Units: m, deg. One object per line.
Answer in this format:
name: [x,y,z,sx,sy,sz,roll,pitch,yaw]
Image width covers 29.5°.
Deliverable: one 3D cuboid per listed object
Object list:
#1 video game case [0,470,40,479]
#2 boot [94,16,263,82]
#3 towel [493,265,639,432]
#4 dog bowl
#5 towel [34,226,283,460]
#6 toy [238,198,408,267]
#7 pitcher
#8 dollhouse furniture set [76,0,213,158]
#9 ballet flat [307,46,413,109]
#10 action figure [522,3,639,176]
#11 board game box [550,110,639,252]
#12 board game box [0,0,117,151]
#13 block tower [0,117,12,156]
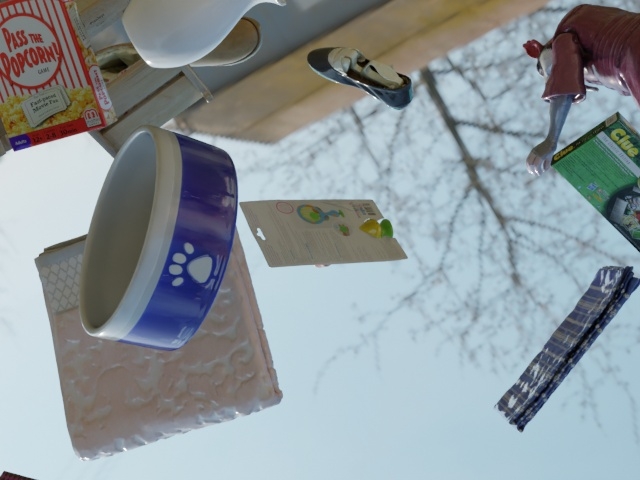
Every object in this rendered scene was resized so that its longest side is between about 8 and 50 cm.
video game case: [-0.482,0.516,2.296,0.232,0.210,0.042,-3,-130,50]
boot: [-0.255,-0.342,2.213,0.236,0.089,0.269,-12,-171,21]
towel: [0.418,0.177,2.104,0.336,0.040,0.243,-51,179,1]
dog bowl: [-0.202,-0.002,1.484,0.265,0.104,0.265,-42,-140,49]
towel: [-0.238,0.120,1.698,0.332,0.317,0.053,-19,170,23]
toy: [0.000,0.000,1.841,0.237,0.056,0.137,-5,-133,-27]
pitcher: [-0.175,-0.347,1.689,0.207,0.178,0.125,-29,152,8]
dollhouse furniture set: [-0.287,-0.316,2.010,0.303,0.355,0.174,-34,-134,5]
ballet flat: [0.072,-0.297,2.109,0.074,0.203,0.074,-59,170,-16]
action figure: [0.373,-0.224,1.445,0.248,0.276,0.370,-29,-149,-29]
board game box: [0.501,-0.082,1.941,0.136,0.259,0.030,-34,-153,32]
board game box: [-0.372,-0.229,1.615,0.146,0.193,0.045,-14,-166,19]
block tower: [-0.599,-0.169,2.055,0.097,0.091,0.335,-2,-153,39]
